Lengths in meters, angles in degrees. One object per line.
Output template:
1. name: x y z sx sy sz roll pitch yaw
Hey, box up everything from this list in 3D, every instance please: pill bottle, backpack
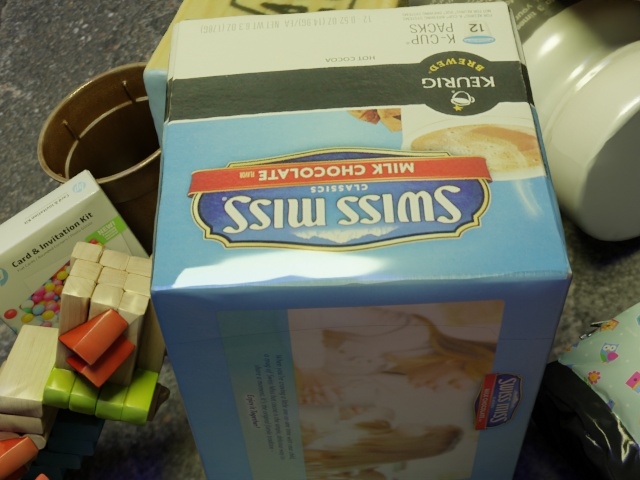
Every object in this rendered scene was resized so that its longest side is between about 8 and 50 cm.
1. pill bottle: 0.208 -0.175 0.906 0.204 0.204 0.361 -31 47 -5
2. backpack: 0.264 0.113 0.712 0.182 0.115 0.152 -29 46 -7

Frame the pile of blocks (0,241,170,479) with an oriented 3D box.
1. pile of blocks: -0.225 0.156 0.797 0.362 0.149 0.113 -43 23 31

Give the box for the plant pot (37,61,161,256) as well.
1. plant pot: -0.181 -0.071 0.997 0.167 0.165 0.167 -11 50 13

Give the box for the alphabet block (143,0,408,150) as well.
1. alphabet block: -0.027 -0.134 0.874 0.193 0.192 0.197 9 48 11

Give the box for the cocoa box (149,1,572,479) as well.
1. cocoa box: 0.024 0.041 0.680 0.231 0.347 0.228 -2 52 1

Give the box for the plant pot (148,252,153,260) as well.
1. plant pot: -0.109 0.042 0.924 0.109 0.109 0.096 -20 38 5

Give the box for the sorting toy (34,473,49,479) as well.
1. sorting toy: -0.239 0.253 0.708 0.257 0.255 0.089 14 43 29

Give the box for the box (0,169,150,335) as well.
1. box: -0.238 0.038 0.915 0.145 0.186 0.038 -34 49 -9
